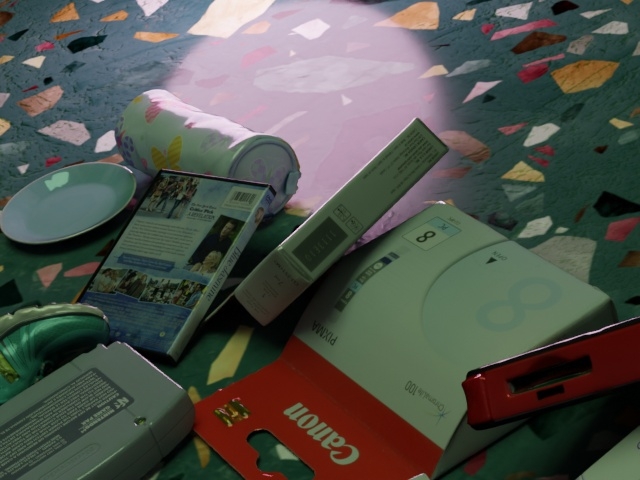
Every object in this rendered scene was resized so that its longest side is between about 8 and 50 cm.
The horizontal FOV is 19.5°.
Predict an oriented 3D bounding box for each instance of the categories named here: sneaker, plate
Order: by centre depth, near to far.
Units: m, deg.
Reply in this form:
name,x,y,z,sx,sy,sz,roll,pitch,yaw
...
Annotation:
name,x,y,z,sx,sy,sz,roll,pitch,yaw
sneaker,-0.357,0.162,2.102,0.275,0.107,0.110,-26,52,-6
plate,-0.328,-0.043,2.446,0.188,0.024,0.188,-11,32,7

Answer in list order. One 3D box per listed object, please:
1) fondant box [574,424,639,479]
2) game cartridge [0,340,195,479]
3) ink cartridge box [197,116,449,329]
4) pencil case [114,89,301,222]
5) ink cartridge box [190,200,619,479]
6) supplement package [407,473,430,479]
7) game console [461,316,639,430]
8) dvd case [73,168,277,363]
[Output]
name,x,y,z,sx,sy,sz,roll,pitch,yaw
fondant box,0.292,0.289,1.476,0.238,0.096,0.330,-44,25,19
game cartridge,-0.286,0.226,1.978,0.294,0.060,0.196,-33,31,-20
ink cartridge box,0.000,0.000,2.136,0.275,0.060,0.239,-44,-1,-36
pencil case,-0.146,-0.111,2.384,0.124,0.113,0.273,-17,27,-36
ink cartridge box,0.070,0.122,1.945,0.385,0.091,0.308,-28,34,-20
supplement package,0.048,0.339,1.514,0.194,0.203,0.149,-23,33,-8
game console,0.348,0.082,1.673,0.342,0.060,0.386,-10,-9,-44
dvd case,-0.181,0.025,2.203,0.180,0.022,0.253,9,58,38
